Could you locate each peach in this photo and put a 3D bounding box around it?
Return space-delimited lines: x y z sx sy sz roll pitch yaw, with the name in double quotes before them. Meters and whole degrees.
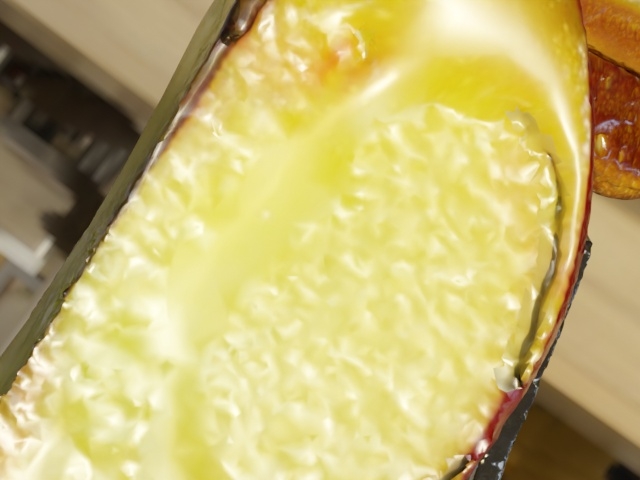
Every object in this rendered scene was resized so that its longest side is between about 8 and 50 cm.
"peach" -0.003 0.002 0.633 0.158 0.267 0.154 30 173 -14

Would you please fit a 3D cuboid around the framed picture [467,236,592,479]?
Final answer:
"framed picture" 0.061 0.071 0.961 0.018 0.265 0.192 12 -156 -16

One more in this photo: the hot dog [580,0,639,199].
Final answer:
"hot dog" 0.113 -0.135 1.085 0.348 0.158 0.117 19 -145 -38
